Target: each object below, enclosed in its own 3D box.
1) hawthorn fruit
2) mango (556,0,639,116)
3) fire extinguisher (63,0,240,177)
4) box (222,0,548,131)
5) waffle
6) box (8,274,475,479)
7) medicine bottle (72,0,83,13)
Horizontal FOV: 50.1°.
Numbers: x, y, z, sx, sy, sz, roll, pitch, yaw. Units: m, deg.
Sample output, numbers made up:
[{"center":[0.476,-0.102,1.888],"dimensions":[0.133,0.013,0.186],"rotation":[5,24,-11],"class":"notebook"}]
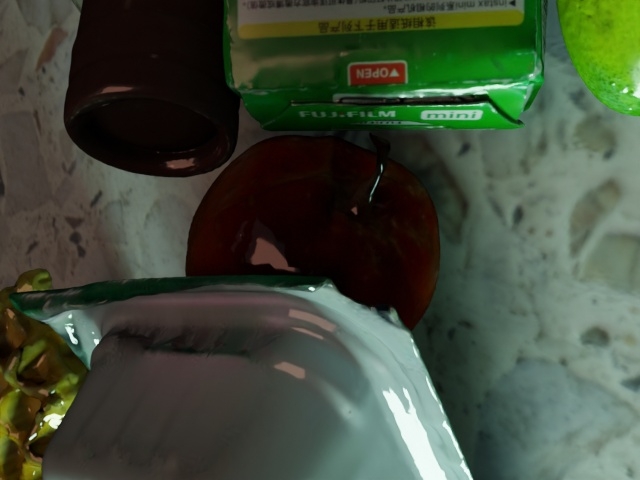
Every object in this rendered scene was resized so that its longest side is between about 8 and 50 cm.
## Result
[{"center":[0.000,0.000,0.413],"dimensions":[0.157,0.156,0.194],"rotation":[60,151,14],"class":"hawthorn fruit"},{"center":[0.175,-0.147,0.326],"dimensions":[0.119,0.100,0.179],"rotation":[22,115,28],"class":"mango"},{"center":[-0.111,-0.213,0.473],"dimensions":[0.138,0.102,0.344],"rotation":[-16,63,33],"class":"fire extinguisher"},{"center":[0.038,-0.186,0.376],"dimensions":[0.179,0.103,0.250],"rotation":[0,91,7],"class":"box"},{"center":[-0.293,0.183,0.656],"dimensions":[0.324,0.151,0.261],"rotation":[-20,81,35],"class":"waffle"},{"center":[-0.037,0.177,0.408],"dimensions":[0.264,0.106,0.337],"rotation":[-4,125,36],"class":"box"},{"center":[-0.142,-0.179,0.548],"dimensions":[0.079,0.079,0.140],"rotation":[-48,69,28],"class":"medicine bottle"}]
